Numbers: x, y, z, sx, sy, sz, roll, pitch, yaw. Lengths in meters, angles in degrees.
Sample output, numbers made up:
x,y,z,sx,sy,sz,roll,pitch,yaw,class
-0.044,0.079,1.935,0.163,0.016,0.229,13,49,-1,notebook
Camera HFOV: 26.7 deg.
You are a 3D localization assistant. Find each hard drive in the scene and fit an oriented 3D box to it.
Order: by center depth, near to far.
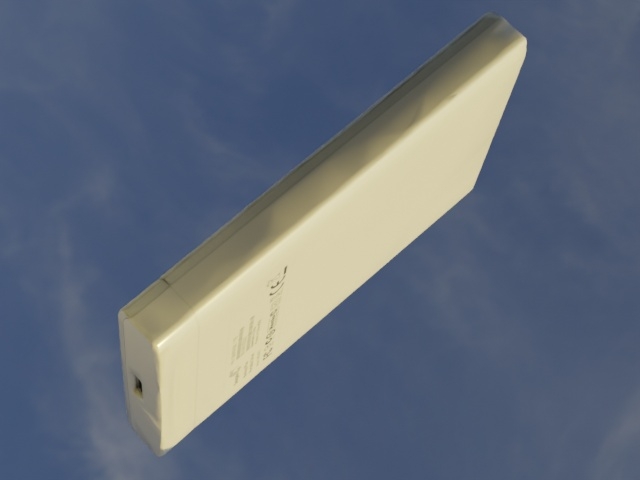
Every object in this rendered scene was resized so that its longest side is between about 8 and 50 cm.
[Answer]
x,y,z,sx,sy,sz,roll,pitch,yaw,class
0.000,0.000,1.006,0.353,0.233,0.047,-39,-106,-22,hard drive
